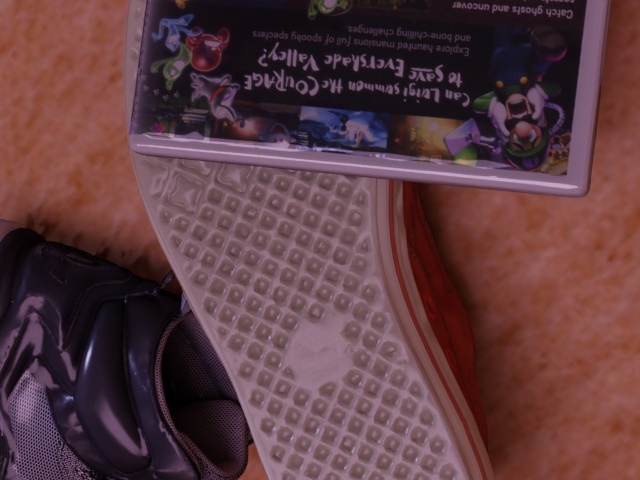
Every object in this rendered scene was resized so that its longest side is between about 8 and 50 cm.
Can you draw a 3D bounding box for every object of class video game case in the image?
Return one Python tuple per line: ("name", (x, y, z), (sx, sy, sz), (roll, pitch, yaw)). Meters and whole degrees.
("video game case", (0.023, -0.112, 0.702), (0.190, 0.022, 0.173), (6, 87, 14))

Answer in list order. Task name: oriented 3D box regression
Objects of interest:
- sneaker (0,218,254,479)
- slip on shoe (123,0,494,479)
("sneaker", (-0.111, 0.127, 0.848), (0.153, 0.101, 0.269), (7, 108, 21))
("slip on shoe", (0.000, 0.000, 0.767), (0.123, 0.101, 0.331), (-19, 88, 14))
